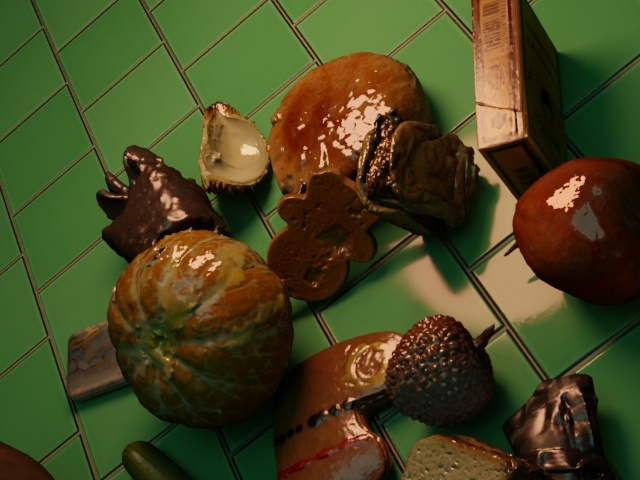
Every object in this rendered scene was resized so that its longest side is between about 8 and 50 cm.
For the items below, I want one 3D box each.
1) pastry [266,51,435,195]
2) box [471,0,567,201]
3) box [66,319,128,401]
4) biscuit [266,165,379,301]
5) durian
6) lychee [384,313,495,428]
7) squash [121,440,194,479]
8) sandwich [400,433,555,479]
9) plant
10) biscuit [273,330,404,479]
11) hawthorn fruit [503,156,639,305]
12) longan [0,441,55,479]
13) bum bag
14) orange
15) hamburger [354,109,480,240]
[{"bbox_3d":[0.040,-0.197,1.960,0.330,0.136,0.329,-18,55,27],"label":"pastry"},{"bbox_3d":[0.314,-0.225,1.750,0.084,0.193,0.301,-15,56,27],"label":"box"},{"bbox_3d":[-0.353,0.196,2.054,0.285,0.044,0.142,-22,57,23],"label":"box"},{"bbox_3d":[0.000,-0.001,1.857,0.184,0.035,0.249,28,110,1],"label":"biscuit"},{"bbox_3d":[-0.172,-0.162,2.083,0.144,0.139,0.252,-12,51,24],"label":"durian"},{"bbox_3d":[0.183,0.186,1.607,0.197,0.165,0.165,-35,49,17],"label":"lychee"},{"bbox_3d":[-0.253,0.404,1.841,0.239,0.069,0.069,32,83,42],"label":"squash"},{"bbox_3d":[0.182,0.406,1.478,0.254,0.100,0.288,-1,68,63],"label":"sandwich"},{"bbox_3d":[-0.298,-0.033,2.053,0.188,0.199,0.276,-49,45,7],"label":"plant"},{"bbox_3d":[0.040,0.276,1.715,0.262,0.052,0.277,-22,49,23],"label":"biscuit"},{"bbox_3d":[0.366,-0.015,1.593,0.262,0.210,0.210,-2,61,47],"label":"hawthorn fruit"},{"bbox_3d":[-0.574,0.493,1.810,0.336,0.404,0.404,-33,42,-25],"label":"longan"},{"bbox_3d":[0.331,0.335,1.466,0.144,0.095,0.340,-25,54,21],"label":"bum bag"},{"bbox_3d":[-0.189,0.144,1.810,0.329,0.249,0.329,13,113,34],"label":"orange"},{"bbox_3d":[0.146,-0.096,1.795,0.130,0.206,0.183,-32,41,54],"label":"hamburger"}]
